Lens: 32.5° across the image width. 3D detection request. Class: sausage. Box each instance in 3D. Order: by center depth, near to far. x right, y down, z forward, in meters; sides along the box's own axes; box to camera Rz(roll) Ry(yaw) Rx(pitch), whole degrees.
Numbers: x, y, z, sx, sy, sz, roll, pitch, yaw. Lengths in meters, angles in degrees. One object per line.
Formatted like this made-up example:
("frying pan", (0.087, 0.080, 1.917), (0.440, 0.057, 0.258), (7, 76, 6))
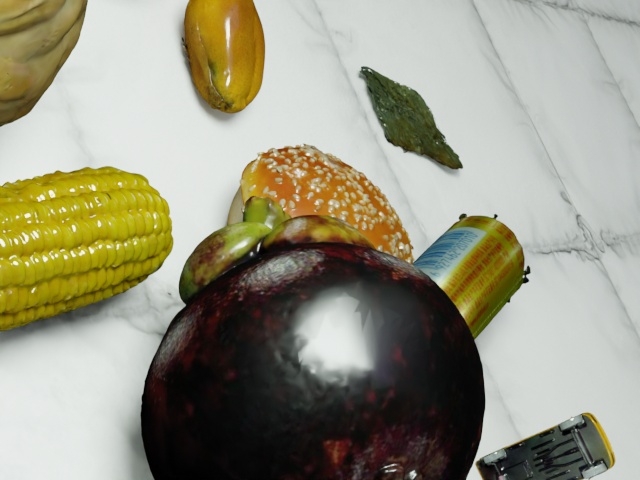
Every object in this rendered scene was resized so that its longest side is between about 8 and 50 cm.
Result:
("sausage", (0.145, 0.079, 1.301), (0.125, 0.117, 0.317), (43, 36, 6))

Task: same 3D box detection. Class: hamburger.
("hamburger", (0.002, -0.001, 1.160), (0.237, 0.147, 0.236), (33, 38, -31))

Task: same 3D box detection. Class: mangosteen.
("mangosteen", (-0.023, 0.132, 0.935), (0.297, 0.314, 0.296), (-29, 128, -45))

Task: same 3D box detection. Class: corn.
("corn", (-0.251, 0.014, 0.862), (0.363, 0.120, 0.120), (-20, 80, -55))

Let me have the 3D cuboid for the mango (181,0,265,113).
("mango", (-0.111, -0.217, 1.251), (0.105, 0.084, 0.159), (24, 66, -60))

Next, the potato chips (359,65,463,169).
("potato chips", (0.126, -0.168, 1.549), (0.209, 0.026, 0.142), (51, 37, -9))

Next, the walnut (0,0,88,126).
("walnut", (-0.303, -0.242, 0.864), (0.296, 0.285, 0.285), (61, 22, -50))

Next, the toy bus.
("toy bus", (0.266, 0.253, 1.271), (0.074, 0.162, 0.069), (-6, 68, -56))
